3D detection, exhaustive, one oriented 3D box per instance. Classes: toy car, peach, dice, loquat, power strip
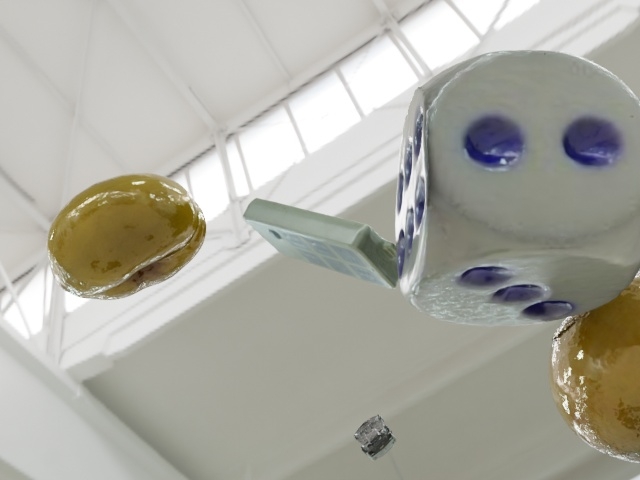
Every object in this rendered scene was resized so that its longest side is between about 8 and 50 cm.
[{"bbox_3d":[0.065,0.233,0.990,0.041,0.093,0.025,-39,-84,-3],"label":"toy car"},{"bbox_3d":[-0.208,-0.003,0.898,0.179,0.103,0.179,-24,-12,-5],"label":"peach"},{"bbox_3d":[0.224,-0.049,0.983,0.251,0.243,0.259,0,-21,-3],"label":"dice"},{"bbox_3d":[0.424,0.164,1.090,0.262,0.263,0.263,-6,-55,-9],"label":"loquat"},{"bbox_3d":[0.000,0.000,1.200,0.118,0.270,0.046,41,-108,-43],"label":"power strip"}]
